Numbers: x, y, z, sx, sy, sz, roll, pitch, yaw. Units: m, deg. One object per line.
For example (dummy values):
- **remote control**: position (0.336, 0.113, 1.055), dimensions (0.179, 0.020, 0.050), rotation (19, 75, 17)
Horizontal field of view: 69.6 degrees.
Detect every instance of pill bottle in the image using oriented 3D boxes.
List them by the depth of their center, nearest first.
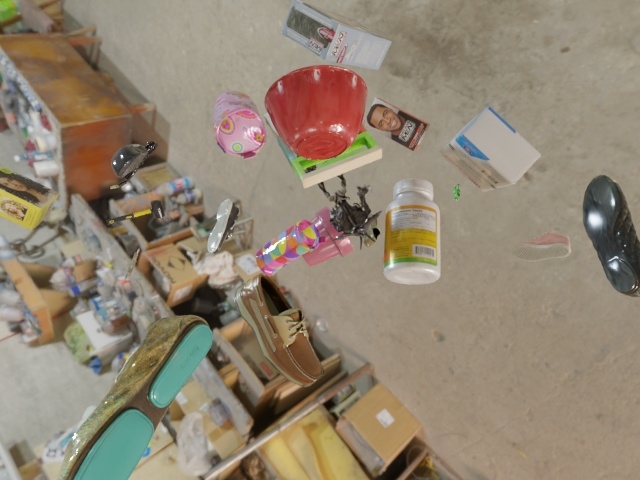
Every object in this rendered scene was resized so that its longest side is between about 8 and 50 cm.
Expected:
- **pill bottle**: position (0.230, -0.024, 1.154), dimensions (0.136, 0.136, 0.246), rotation (-24, 55, 52)

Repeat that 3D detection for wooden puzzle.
- **wooden puzzle**: position (-0.444, 0.055, 1.089), dimensions (0.006, 0.083, 0.049), rotation (21, 159, -14)

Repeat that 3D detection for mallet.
- **mallet**: position (-0.632, -0.081, 1.590), dimensions (0.039, 0.189, 0.062), rotation (44, 154, 57)

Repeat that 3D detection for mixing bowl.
- **mixing bowl**: position (-0.002, -0.202, 0.790), dimensions (0.181, 0.181, 0.098), rotation (-33, 59, 52)

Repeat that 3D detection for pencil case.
- **pencil case**: position (-0.204, -0.291, 1.140), dimensions (0.284, 0.124, 0.124), rotation (-118, 23, -60)
- **pencil case**: position (-0.100, 0.026, 1.439), dimensions (0.236, 0.104, 0.105), rotation (-29, 87, 37)

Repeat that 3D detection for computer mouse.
- **computer mouse**: position (-0.596, -0.226, 1.393), dimensions (0.060, 0.262, 0.184), rotation (41, 103, -16)

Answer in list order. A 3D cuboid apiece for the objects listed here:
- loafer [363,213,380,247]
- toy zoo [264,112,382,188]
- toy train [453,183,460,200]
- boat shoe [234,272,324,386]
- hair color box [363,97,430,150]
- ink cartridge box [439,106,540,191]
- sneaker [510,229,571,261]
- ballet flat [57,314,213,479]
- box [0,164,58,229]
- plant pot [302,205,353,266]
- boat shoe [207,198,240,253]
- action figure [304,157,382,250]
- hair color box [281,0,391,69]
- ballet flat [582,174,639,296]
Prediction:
- **loafer**: position (0.190, -0.037, 1.656), dimensions (0.050, 0.148, 0.056), rotation (-15, 135, 30)
- **toy zoo**: position (-0.009, -0.259, 1.077), dimensions (0.030, 0.192, 0.293), rotation (80, 165, -54)
- **toy train**: position (0.433, -0.154, 1.461), dimensions (0.017, 0.083, 0.024), rotation (23, 129, -1)
- **boat shoe**: position (-0.100, 0.224, 1.197), dimensions (0.324, 0.122, 0.120), rotation (50, 120, 15)
- **hair color box**: position (0.181, -0.278, 1.100), dimensions (0.141, 0.043, 0.072), rotation (31, 114, 12)
- **ink cartridge box**: position (0.361, -0.191, 1.010), dimensions (0.148, 0.086, 0.203), rotation (42, -177, 0)
- **sneaker**: position (0.543, 0.011, 1.135), dimensions (0.134, 0.070, 0.051), rotation (-6, 124, 36)
- **ballet flat**: position (-0.306, 0.261, 0.738), dimensions (0.123, 0.349, 0.123), rotation (18, 140, 16)
- **box**: position (-0.631, -0.110, 0.863), dimensions (0.058, 0.232, 0.087), rotation (-56, 20, 19)
- **plant pot**: position (0.000, 0.000, 1.736), dimensions (0.201, 0.180, 0.201), rotation (57, 177, 4)
- **boat shoe**: position (-0.187, -0.024, 0.902), dimensions (0.046, 0.125, 0.038), rotation (-24, 133, 33)
- **action figure**: position (0.074, -0.110, 1.304), dimensions (0.164, 0.141, 0.276), rotation (-30, 91, 21)
- **hair color box**: position (0.064, -0.662, 1.504), dimensions (0.185, 0.374, 0.114), rotation (37, 120, 19)
- **ballet flat**: position (0.396, -0.007, 0.617), dimensions (0.057, 0.049, 0.173), rotation (-36, 51, 55)
